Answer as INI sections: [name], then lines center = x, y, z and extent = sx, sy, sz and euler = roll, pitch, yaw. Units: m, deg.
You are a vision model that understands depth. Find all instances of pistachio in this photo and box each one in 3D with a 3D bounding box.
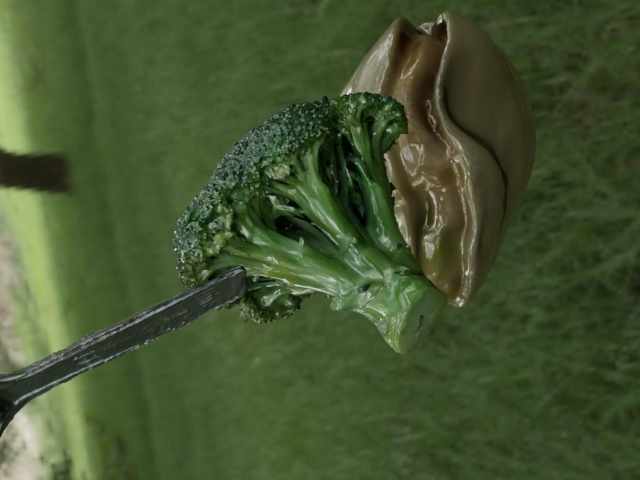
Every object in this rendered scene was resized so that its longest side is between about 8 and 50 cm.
[pistachio]
center = 0.137, -0.107, 1.859
extent = 0.445, 0.281, 0.365
euler = -88, -6, -56

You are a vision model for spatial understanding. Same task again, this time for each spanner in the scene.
[spanner]
center = -0.204, 0.097, 1.232
extent = 0.026, 0.325, 0.093
euler = 41, 151, 49

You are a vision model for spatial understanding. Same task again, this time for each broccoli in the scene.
[broccoli]
center = 0.000, 0.000, 1.363
extent = 0.254, 0.269, 0.269
euler = 93, 163, -45
